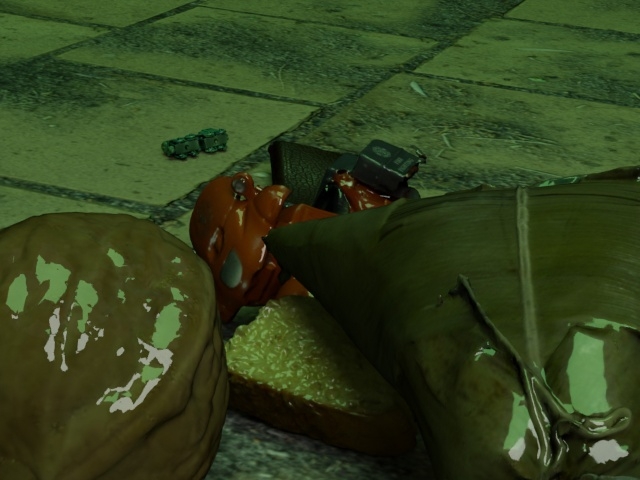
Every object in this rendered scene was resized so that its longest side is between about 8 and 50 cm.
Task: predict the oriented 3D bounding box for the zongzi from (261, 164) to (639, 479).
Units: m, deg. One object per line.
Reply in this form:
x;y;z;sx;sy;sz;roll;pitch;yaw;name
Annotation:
0.070;0.097;0.876;0.418;0.181;0.447;0;27;25;zongzi

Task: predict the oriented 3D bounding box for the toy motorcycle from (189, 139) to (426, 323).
0.000;0.000;1.315;0.221;0.147;0.325;30;29;7;toy motorcycle

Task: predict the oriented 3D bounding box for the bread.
-0.001;0.103;1.098;0.187;0.065;0.103;18;55;28;bread

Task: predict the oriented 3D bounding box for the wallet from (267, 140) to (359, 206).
0.009;-0.055;1.578;0.133;0.039;0.243;7;20;-7;wallet

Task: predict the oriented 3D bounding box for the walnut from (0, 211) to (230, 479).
-0.162;0.094;0.924;0.228;0.228;0.228;3;21;-1;walnut

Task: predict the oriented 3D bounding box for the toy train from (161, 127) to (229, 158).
-0.157;-0.123;1.742;0.092;0.029;0.045;-16;21;-38;toy train
